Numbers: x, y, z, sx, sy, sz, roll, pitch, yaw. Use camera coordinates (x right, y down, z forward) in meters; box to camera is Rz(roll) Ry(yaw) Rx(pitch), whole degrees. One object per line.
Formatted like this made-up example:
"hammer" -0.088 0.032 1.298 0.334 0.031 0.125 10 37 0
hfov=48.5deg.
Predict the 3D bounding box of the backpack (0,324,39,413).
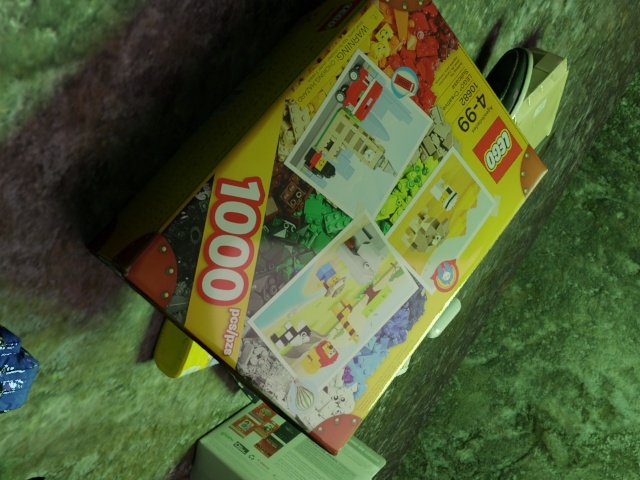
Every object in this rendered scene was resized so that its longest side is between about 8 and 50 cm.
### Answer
"backpack" -0.369 0.139 0.775 0.101 0.098 0.120 -63 155 2

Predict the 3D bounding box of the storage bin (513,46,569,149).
"storage bin" 0.492 -0.315 1.804 0.262 0.123 0.260 -44 152 -27

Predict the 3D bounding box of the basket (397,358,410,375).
"basket" 0.146 0.258 1.796 0.113 0.167 0.103 2 111 -63

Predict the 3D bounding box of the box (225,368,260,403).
"box" -0.080 0.214 1.410 0.220 0.051 0.175 -39 152 -12

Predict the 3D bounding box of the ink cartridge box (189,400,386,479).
"ink cartridge box" -0.064 0.484 1.492 0.272 0.310 0.130 -27 141 -48

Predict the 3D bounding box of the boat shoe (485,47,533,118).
"boat shoe" 0.348 -0.284 1.593 0.113 0.127 0.340 17 119 -21

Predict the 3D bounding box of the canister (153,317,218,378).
"canister" -0.181 0.151 1.167 0.170 0.073 0.126 -9 127 -57

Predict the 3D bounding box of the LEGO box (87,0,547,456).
"LEGO box" 0.015 -0.042 0.946 0.372 0.193 0.500 46 74 -26

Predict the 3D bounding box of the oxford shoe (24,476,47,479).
"oxford shoe" -0.475 0.335 0.831 0.364 0.130 0.132 31 58 -59

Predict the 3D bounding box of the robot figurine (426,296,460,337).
"robot figurine" 0.177 0.060 1.492 0.353 0.299 0.200 -41 -172 -39
